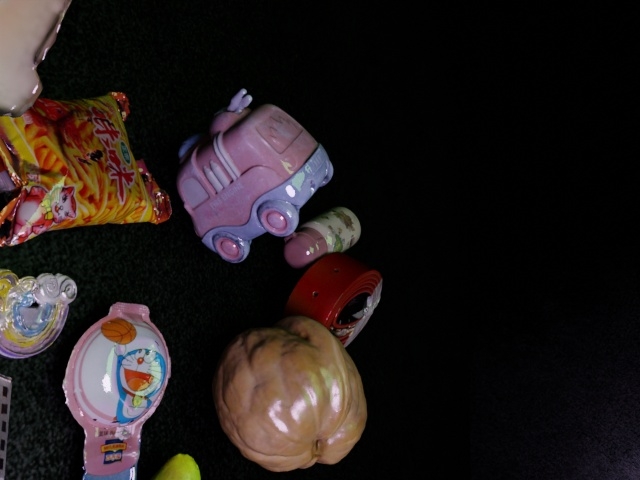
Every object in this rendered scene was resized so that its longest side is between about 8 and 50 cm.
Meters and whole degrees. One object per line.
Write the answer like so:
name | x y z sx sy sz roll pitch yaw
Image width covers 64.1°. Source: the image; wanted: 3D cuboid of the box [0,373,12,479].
box | -0.385 0.180 0.456 0.324 0.047 0.180 90 -11 -63

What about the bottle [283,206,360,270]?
bottle | 0.000 0.000 1.273 0.253 0.121 0.120 -34 112 -56

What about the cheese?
cheese | -0.299 0.235 0.759 0.189 0.074 0.285 24 65 -54

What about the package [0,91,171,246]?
package | -0.354 -0.115 0.721 0.288 0.109 0.223 -19 94 -67

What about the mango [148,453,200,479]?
mango | -0.253 0.434 0.757 0.125 0.111 0.232 57 40 -46

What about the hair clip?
hair clip | -0.395 0.096 0.666 0.172 0.049 0.115 21 79 -65

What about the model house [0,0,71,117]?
model house | -0.419 -0.407 0.450 0.446 0.394 0.399 18 27 -35

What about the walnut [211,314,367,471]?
walnut | -0.056 0.284 0.970 0.297 0.285 0.284 5 78 -39

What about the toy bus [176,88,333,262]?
toy bus | -0.138 -0.121 0.935 0.231 0.294 0.197 50 42 -16

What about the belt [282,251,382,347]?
belt | 0.044 0.146 1.228 0.324 0.115 0.227 -13 127 -60
